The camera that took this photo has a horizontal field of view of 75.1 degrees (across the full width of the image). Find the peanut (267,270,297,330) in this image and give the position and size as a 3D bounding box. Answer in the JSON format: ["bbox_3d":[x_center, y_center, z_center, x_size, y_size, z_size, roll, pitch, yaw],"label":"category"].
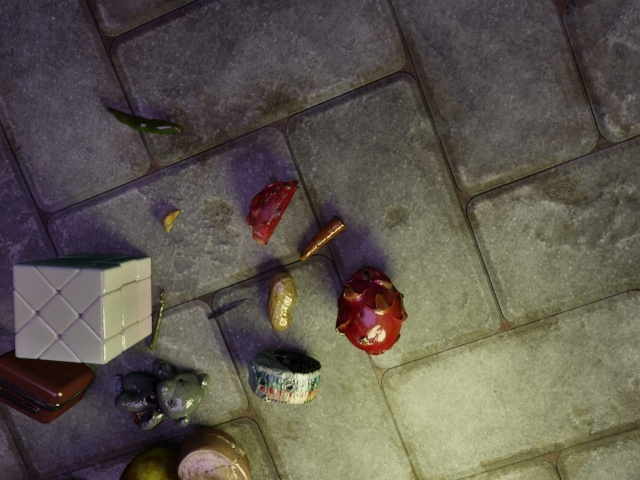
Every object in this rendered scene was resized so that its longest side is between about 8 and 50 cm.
[{"bbox_3d":[-0.141,0.223,1.517,0.108,0.095,0.225,8,97,8],"label":"peanut"}]

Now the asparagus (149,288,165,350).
[{"bbox_3d":[-0.626,0.307,1.604,0.024,0.025,0.248,21,100,45],"label":"asparagus"}]

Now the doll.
[{"bbox_3d":[-0.604,0.569,1.545,0.341,0.158,0.245,9,59,4],"label":"doll"}]

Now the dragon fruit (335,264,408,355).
[{"bbox_3d":[0.169,0.256,1.435,0.251,0.250,0.314,17,113,3],"label":"dragon fruit"}]

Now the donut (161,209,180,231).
[{"bbox_3d":[-0.558,-0.076,1.551,0.083,0.038,0.067,-25,90,9],"label":"donut"}]

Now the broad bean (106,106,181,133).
[{"bbox_3d":[-0.647,-0.426,1.521,0.298,0.043,0.060,14,87,4],"label":"broad bean"}]

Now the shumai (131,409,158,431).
[{"bbox_3d":[-0.695,0.673,1.618,0.123,0.105,0.139,-22,68,10],"label":"shumai"}]

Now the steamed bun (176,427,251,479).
[{"bbox_3d":[-0.364,0.818,1.524,0.199,0.251,0.301,-40,96,-2],"label":"steamed bun"}]

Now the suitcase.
[{"bbox_3d":[-1.042,0.521,1.553,0.297,0.236,0.161,29,98,2],"label":"suitcase"}]

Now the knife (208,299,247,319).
[{"bbox_3d":[-0.354,0.260,1.583,0.170,0.010,0.023,-25,99,5],"label":"knife"}]

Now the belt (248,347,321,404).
[{"bbox_3d":[-0.131,0.486,1.489,0.258,0.207,0.149,9,94,-4],"label":"belt"}]

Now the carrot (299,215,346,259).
[{"bbox_3d":[0.000,0.000,1.505,0.210,0.061,0.061,-42,91,12],"label":"carrot"}]

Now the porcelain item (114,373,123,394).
[{"bbox_3d":[-0.795,0.572,1.643,0.036,0.028,0.083,4,98,21],"label":"porcelain item"}]

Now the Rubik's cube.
[{"bbox_3d":[-0.815,0.220,1.465,0.322,0.316,0.318,2,96,3],"label":"Rubik's cube"}]

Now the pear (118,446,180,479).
[{"bbox_3d":[-0.622,0.916,1.548,0.284,0.283,0.283,0,96,5],"label":"pear"}]

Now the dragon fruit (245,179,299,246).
[{"bbox_3d":[-0.190,-0.117,1.454,0.126,0.161,0.274,30,99,-1],"label":"dragon fruit"}]
